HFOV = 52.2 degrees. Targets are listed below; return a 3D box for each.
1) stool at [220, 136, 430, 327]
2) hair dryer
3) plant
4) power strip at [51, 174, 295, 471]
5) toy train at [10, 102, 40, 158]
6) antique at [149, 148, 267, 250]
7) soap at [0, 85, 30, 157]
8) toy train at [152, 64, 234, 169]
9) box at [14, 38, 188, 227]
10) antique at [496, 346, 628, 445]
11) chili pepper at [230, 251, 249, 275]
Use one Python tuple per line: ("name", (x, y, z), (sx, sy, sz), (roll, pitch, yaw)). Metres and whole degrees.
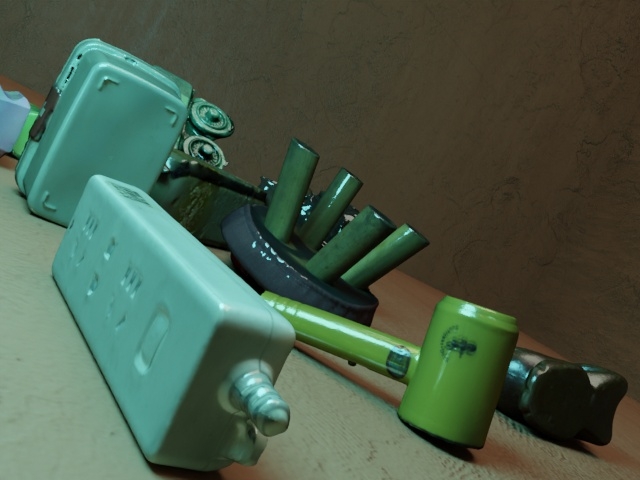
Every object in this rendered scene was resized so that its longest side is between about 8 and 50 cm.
("stool", (0.009, -0.003, 0.961), (0.272, 0.178, 0.272), (38, 11, -9))
("hair dryer", (0.057, 0.102, 0.692), (0.279, 0.134, 0.090), (18, 0, 19))
("plant", (0.000, 0.000, 1.220), (0.234, 0.178, 0.204), (31, 7, 33))
("power strip", (-0.114, 0.040, 0.444), (0.058, 0.098, 0.338), (24, 5, -37))
("toy train", (-0.469, -0.183, 1.089), (0.157, 0.105, 0.253), (9, 12, -33))
("antique", (-0.216, -0.072, 1.066), (0.150, 0.125, 0.284), (27, 3, 17))
("soap", (-0.450, -0.167, 0.896), (0.056, 0.100, 0.149), (25, 4, -38))
("toy train", (-0.309, -0.198, 1.308), (0.238, 0.167, 0.299), (27, 39, -24))
("box", (-0.255, -0.115, 0.768), (0.148, 0.210, 0.129), (24, 12, -34))
("antique", (0.355, 0.235, 1.006), (0.257, 0.121, 0.143), (17, -1, -29))
("chili pepper", (-0.112, 0.019, 1.094), (0.071, 0.063, 0.272), (15, 6, 2))
